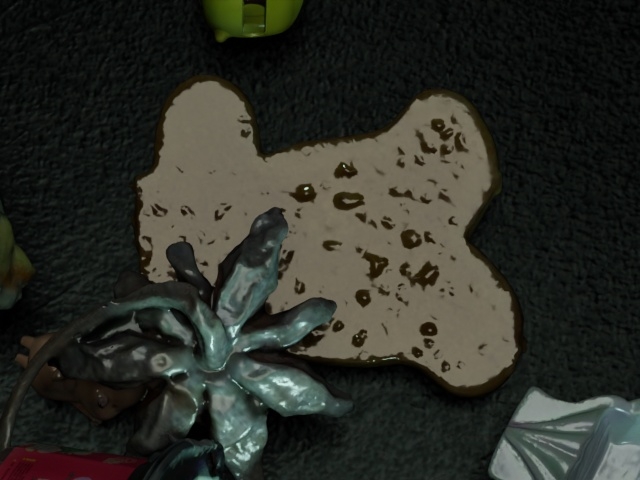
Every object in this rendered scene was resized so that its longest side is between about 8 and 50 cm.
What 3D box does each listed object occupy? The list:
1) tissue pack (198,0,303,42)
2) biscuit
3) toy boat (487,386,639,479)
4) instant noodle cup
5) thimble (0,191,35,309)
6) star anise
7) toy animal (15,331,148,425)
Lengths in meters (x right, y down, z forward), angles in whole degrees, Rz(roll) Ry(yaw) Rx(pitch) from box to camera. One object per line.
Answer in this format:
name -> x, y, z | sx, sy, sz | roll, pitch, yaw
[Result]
tissue pack -> -0.073, -0.288, 1.913 | 0.123, 0.178, 0.127 | 1, 73, -2
biscuit -> 0.000, 0.000, 1.886 | 0.394, 0.076, 0.368 | -7, 81, -4
toy boat -> 0.314, 0.256, 1.812 | 0.290, 0.100, 0.199 | 28, 75, 5
instant noodle cup -> -0.225, 0.289, 1.648 | 0.182, 0.258, 0.302 | 13, 39, 15
thimble -> -0.402, -0.049, 1.801 | 0.167, 0.254, 0.288 | -20, 84, -6
star anise -> -0.120, 0.130, 1.753 | 0.316, 0.139, 0.359 | 24, 91, -3
toy animal -> -0.239, 0.132, 1.844 | 0.150, 0.083, 0.089 | 13, 61, 3
